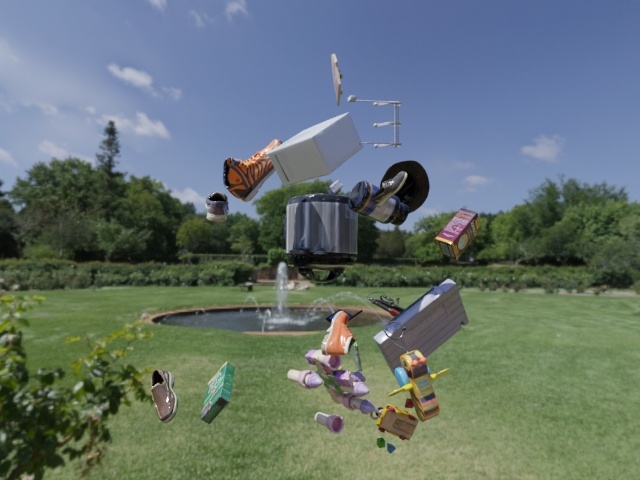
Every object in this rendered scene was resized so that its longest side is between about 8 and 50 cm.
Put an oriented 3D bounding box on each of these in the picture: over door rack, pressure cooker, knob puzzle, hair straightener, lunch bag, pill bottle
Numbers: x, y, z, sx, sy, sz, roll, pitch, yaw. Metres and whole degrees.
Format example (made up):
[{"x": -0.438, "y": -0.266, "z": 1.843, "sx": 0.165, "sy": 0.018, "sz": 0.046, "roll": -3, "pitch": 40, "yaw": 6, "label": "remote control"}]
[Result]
[{"x": 0.273, "y": -0.609, "z": 2.126, "sx": 0.323, "sy": 0.240, "sz": 0.108, "roll": -3, "pitch": 4, "yaw": -26, "label": "over door rack"}, {"x": 0.004, "y": 0.000, "z": 2.037, "sx": 0.369, "sy": 0.421, "sz": 0.375, "roll": 1, "pitch": -5, "yaw": -13, "label": "pressure cooker"}, {"x": 0.074, "y": -0.705, "z": 1.748, "sx": 0.029, "sy": 0.213, "sz": 0.213, "roll": -9, "pitch": -4, "yaw": 0, "label": "knob puzzle"}, {"x": 0.310, "y": 0.284, "z": 1.788, "sx": 0.230, "sy": 0.047, "sz": 0.089, "roll": 22, "pitch": 44, "yaw": 30, "label": "hair straightener"}, {"x": 0.074, "y": -0.267, "z": 2.132, "sx": 0.071, "sy": 0.053, "sz": 0.083, "roll": -40, "pitch": 1, "yaw": -20, "label": "lunch bag"}, {"x": 0.228, "y": -0.135, "z": 1.580, "sx": 0.219, "sy": 0.123, "sz": 0.122, "roll": 21, "pitch": -13, "yaw": -25, "label": "pill bottle"}]

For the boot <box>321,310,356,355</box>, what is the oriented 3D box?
[{"x": 0.067, "y": 0.266, "z": 1.168, "sx": 0.084, "sy": 0.059, "sz": 0.158, "roll": -1, "pitch": 36, "yaw": 23, "label": "boot"}]

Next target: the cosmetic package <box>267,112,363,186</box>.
[{"x": -0.016, "y": -0.310, "z": 1.405, "sx": 0.224, "sy": 0.138, "sz": 0.224, "roll": -6, "pitch": 28, "yaw": 43, "label": "cosmetic package"}]

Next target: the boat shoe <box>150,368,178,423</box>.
[{"x": -0.643, "y": 0.618, "z": 1.646, "sx": 0.095, "sy": 0.095, "sz": 0.257, "roll": 51, "pitch": -6, "yaw": -33, "label": "boat shoe"}]

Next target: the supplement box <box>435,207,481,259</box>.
[{"x": 0.572, "y": -0.028, "z": 1.691, "sx": 0.080, "sy": 0.188, "sz": 0.104, "roll": 26, "pitch": -24, "yaw": 46, "label": "supplement box"}]

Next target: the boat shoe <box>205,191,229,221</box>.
[{"x": -0.428, "y": -0.158, "z": 1.711, "sx": 0.102, "sy": 0.093, "sz": 0.285, "roll": 8, "pitch": 19, "yaw": -14, "label": "boat shoe"}]

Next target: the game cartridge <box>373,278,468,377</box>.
[{"x": 0.371, "y": 0.319, "z": 1.490, "sx": 0.355, "sy": 0.230, "sz": 0.068, "roll": -35, "pitch": 28, "yaw": -11, "label": "game cartridge"}]

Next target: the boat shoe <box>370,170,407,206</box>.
[{"x": 0.230, "y": -0.178, "z": 1.390, "sx": 0.049, "sy": 0.152, "sz": 0.056, "roll": 32, "pitch": 26, "yaw": -19, "label": "boat shoe"}]

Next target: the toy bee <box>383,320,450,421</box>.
[{"x": 0.277, "y": 0.402, "z": 1.232, "sx": 0.195, "sy": 0.298, "sz": 0.162, "roll": -40, "pitch": -7, "yaw": -13, "label": "toy bee"}]

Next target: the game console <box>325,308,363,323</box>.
[{"x": 0.120, "y": 0.371, "z": 2.043, "sx": 0.144, "sy": 0.085, "sz": 0.124, "roll": -22, "pitch": -19, "yaw": -52, "label": "game console"}]

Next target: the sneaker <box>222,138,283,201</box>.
[{"x": -0.303, "y": -0.336, "z": 1.789, "sx": 0.180, "sy": 0.321, "sz": 0.124, "roll": 35, "pitch": -1, "yaw": -36, "label": "sneaker"}]

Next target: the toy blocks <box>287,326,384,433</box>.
[{"x": 0.095, "y": 0.521, "z": 1.548, "sx": 0.309, "sy": 0.289, "sz": 0.260, "roll": -39, "pitch": 17, "yaw": -34, "label": "toy blocks"}]

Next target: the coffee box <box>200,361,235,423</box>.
[{"x": -0.339, "y": 0.501, "z": 1.361, "sx": 0.040, "sy": 0.113, "sz": 0.184, "roll": 37, "pitch": 12, "yaw": -16, "label": "coffee box"}]

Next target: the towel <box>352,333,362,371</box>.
[{"x": 0.168, "y": 0.537, "z": 1.964, "sx": 0.023, "sy": 0.152, "sz": 0.113, "roll": -13, "pitch": 20, "yaw": -5, "label": "towel"}]

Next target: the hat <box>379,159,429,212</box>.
[{"x": 0.433, "y": -0.300, "z": 2.239, "sx": 0.331, "sy": 0.332, "sz": 0.134, "roll": 3, "pitch": 25, "yaw": -25, "label": "hat"}]

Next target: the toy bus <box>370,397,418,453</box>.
[{"x": 0.282, "y": 0.705, "z": 1.623, "sx": 0.190, "sy": 0.202, "sz": 0.104, "roll": -18, "pitch": 9, "yaw": -15, "label": "toy bus"}]
